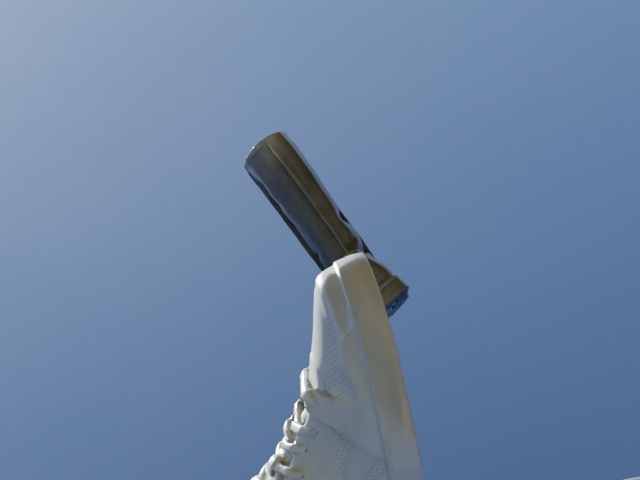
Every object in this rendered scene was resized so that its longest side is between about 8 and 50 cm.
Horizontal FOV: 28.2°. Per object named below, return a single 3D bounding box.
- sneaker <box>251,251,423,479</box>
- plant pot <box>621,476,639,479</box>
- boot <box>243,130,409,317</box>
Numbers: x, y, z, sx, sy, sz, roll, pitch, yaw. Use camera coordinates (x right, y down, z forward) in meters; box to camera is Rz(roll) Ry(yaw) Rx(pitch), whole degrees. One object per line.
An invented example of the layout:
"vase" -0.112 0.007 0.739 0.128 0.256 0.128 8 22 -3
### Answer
"sneaker" -0.016 0.161 0.889 0.169 0.293 0.108 -9 -167 -1
"plant pot" 0.070 0.253 0.305 0.341 0.341 0.334 43 -158 24
"boot" 0.002 -0.001 1.313 0.076 0.190 0.208 -42 -100 -17
